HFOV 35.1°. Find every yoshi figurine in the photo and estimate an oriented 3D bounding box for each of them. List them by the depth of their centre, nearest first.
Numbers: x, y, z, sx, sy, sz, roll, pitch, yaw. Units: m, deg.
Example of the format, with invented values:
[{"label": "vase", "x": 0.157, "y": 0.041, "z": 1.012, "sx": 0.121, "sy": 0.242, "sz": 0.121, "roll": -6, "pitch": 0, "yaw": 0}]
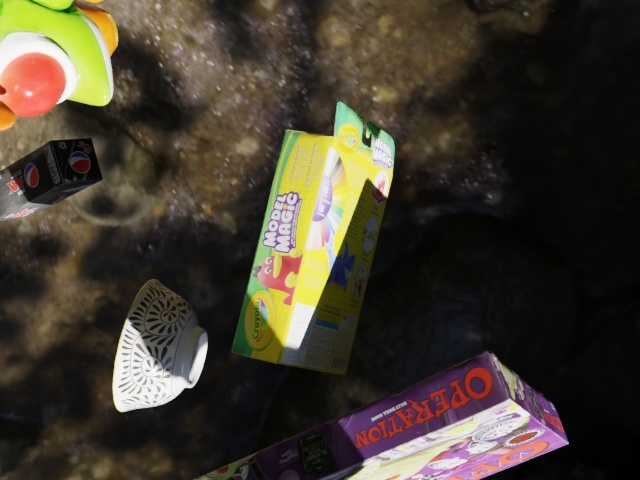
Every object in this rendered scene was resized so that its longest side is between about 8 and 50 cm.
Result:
[{"label": "yoshi figurine", "x": -0.310, "y": -0.160, "z": 0.790, "sx": 0.203, "sy": 0.362, "sz": 0.203, "roll": -7, "pitch": 118, "yaw": 31}]

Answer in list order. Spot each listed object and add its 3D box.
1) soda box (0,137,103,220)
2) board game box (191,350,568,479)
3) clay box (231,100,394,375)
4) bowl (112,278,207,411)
[{"label": "soda box", "x": -0.333, "y": -0.071, "z": 1.202, "sx": 0.060, "sy": 0.169, "sz": 0.053, "roll": -11, "pitch": 84, "yaw": -48}, {"label": "board game box", "x": 0.024, "y": 0.203, "z": 0.865, "sx": 0.347, "sy": 0.056, "sz": 0.208, "roll": -27, "pitch": 156, "yaw": 16}, {"label": "clay box", "x": 0.000, "y": 0.000, "z": 0.877, "sx": 0.127, "sy": 0.053, "sz": 0.222, "roll": 24, "pitch": 77, "yaw": -60}, {"label": "bowl", "x": -0.189, "y": 0.138, "z": 1.257, "sx": 0.080, "sy": 0.170, "sz": 0.170, "roll": 12, "pitch": 114, "yaw": 8}]
